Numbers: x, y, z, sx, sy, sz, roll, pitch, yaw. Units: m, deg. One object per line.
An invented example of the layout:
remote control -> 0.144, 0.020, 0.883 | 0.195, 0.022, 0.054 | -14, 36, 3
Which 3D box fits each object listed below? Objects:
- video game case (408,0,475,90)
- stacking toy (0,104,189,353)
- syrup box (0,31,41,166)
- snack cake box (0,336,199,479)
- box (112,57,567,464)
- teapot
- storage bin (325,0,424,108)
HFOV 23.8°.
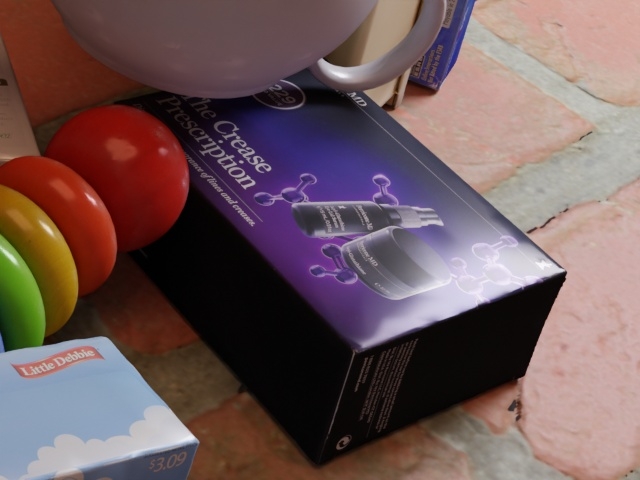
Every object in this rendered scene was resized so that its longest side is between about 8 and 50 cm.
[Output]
video game case -> 0.022, -0.278, 1.210 | 0.244, 0.270, 0.061 | 22, 40, 8
stacking toy -> -0.194, 0.022, 0.834 | 0.141, 0.141, 0.330 | 30, 46, 17
syrup box -> -0.257, -0.090, 1.016 | 0.096, 0.093, 0.237 | -2, 41, -22
snack cake box -> -0.196, 0.142, 0.662 | 0.264, 0.152, 0.089 | -8, 40, -43
box -> 0.000, 0.000, 0.996 | 0.184, 0.103, 0.261 | -16, 48, -39
teapot -> -0.074, -0.175, 0.957 | 0.256, 0.187, 0.252 | 32, 38, 14
storage bin -> -0.047, -0.236, 1.141 | 0.260, 0.262, 0.123 | 27, 41, 13
